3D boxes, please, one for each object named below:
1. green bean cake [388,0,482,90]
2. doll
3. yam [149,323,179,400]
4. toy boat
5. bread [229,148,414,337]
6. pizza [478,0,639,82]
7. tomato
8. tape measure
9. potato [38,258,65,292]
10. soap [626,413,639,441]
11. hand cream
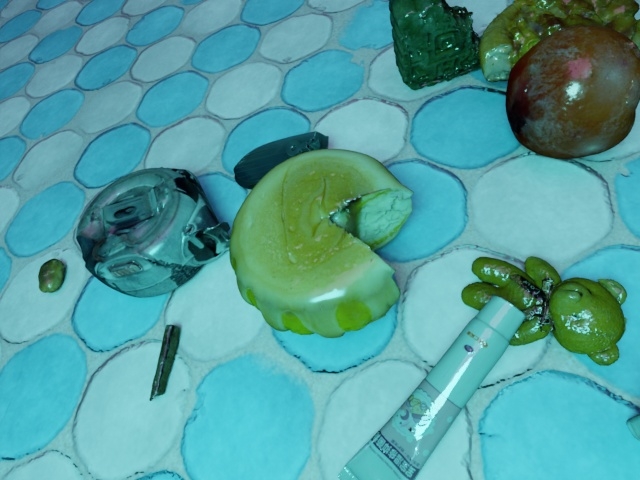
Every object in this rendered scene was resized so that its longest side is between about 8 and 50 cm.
[{"bbox_3d":[0.248,-0.431,0.853,0.194,0.208,0.107,-12,60,12],"label":"green bean cake"},{"bbox_3d":[0.307,0.083,0.582,0.210,0.097,0.137,15,70,31],"label":"doll"},{"bbox_3d":[-0.271,0.213,0.722,0.027,0.033,0.129,9,63,-9],"label":"yam"},{"bbox_3d":[-0.086,-0.156,0.864,0.246,0.103,0.092,-8,70,29],"label":"toy boat"},{"bbox_3d":[0.000,0.000,0.687,0.333,0.160,0.332,-8,55,12],"label":"bread"},{"bbox_3d":[0.483,-0.416,0.814,0.409,0.114,0.277,-30,56,-11],"label":"pizza"},{"bbox_3d":[0.406,-0.238,0.683,0.185,0.208,0.208,-1,59,25],"label":"tomato"},{"bbox_3d":[-0.333,-0.026,0.816,0.275,0.147,0.256,-32,55,-5],"label":"tape measure"},{"bbox_3d":[-0.582,0.076,0.893,0.051,0.040,0.083,-23,54,9],"label":"potato"},{"bbox_3d":[0.395,0.214,0.406,0.067,0.198,0.119,-20,55,6],"label":"soap"},{"bbox_3d":[0.155,0.219,0.557,0.085,0.058,0.331,37,90,29],"label":"hand cream"}]
